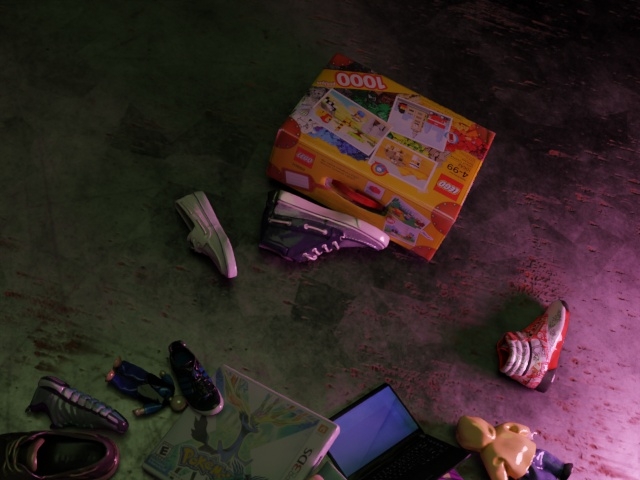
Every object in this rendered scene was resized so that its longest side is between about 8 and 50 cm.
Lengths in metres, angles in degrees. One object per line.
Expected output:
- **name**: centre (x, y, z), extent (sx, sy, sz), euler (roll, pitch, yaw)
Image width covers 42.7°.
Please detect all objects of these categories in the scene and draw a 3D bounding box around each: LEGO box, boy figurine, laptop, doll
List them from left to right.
- **doll**: centre (-0.394, 0.340, 1.864), extent (0.189, 0.046, 0.129), euler (27, 49, -4)
- **LEGO box**: centre (0.165, -0.235, 2.220), extent (0.500, 0.193, 0.372), euler (28, 53, 4)
- **laptop**: centre (0.158, 0.461, 1.863), extent (0.234, 0.264, 0.136), euler (-28, 106, -25)
- **boy figurine**: centre (0.443, 0.510, 1.927), extent (0.285, 0.092, 0.177), euler (27, 59, 5)

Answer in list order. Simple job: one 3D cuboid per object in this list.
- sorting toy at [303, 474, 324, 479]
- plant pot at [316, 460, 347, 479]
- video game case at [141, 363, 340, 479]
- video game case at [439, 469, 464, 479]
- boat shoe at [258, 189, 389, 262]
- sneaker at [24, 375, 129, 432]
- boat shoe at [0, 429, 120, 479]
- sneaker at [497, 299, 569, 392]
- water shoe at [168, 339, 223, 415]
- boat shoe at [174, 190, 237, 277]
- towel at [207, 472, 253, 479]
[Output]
- **sorting toy**: centre (-0.021, 0.633, 1.555), extent (0.229, 0.041, 0.307), euler (-32, 78, 2)
- **plant pot**: centre (0.016, 0.636, 1.677), extent (0.252, 0.247, 0.248), euler (-44, 76, -12)
- **video game case**: centre (-0.173, 0.455, 1.794), extent (0.329, 0.036, 0.300), euler (23, 56, 24)
- **video game case**: centre (0.298, 0.660, 1.835), extent (0.210, 0.042, 0.232), euler (-34, 72, -28)
- **boat shoe**: centre (0.000, 0.000, 2.124), extent (0.341, 0.127, 0.158), euler (20, 79, -5)
- **sneaker**: centre (-0.534, 0.387, 1.802), extent (0.224, 0.083, 0.098), euler (27, 81, 6)
- **boat shoe**: centre (-0.602, 0.446, 1.706), extent (0.355, 0.130, 0.132), euler (-4, 61, -15)
- **sneaker**: centre (0.543, 0.244, 2.103), extent (0.145, 0.090, 0.270), euler (23, 61, -1)
- **water shoe**: centre (-0.292, 0.312, 1.854), extent (0.073, 0.080, 0.203), euler (-32, 52, -18)
- **boat shoe**: centre (-0.292, -0.010, 2.064), extent (0.088, 0.096, 0.267), euler (-20, 65, -18)
- **towel**: centre (-0.309, 0.631, 1.643), extent (0.370, 0.040, 0.271), euler (-11, 60, 6)
